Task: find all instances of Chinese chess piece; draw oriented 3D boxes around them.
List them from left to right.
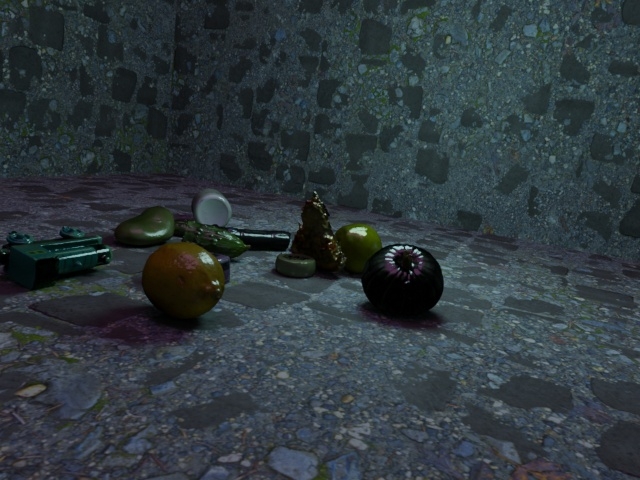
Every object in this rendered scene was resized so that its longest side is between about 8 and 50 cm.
[{"bbox_3d":[-0.087,0.084,1.839,0.144,0.058,0.144,6,12,-1],"label":"Chinese chess piece"}]

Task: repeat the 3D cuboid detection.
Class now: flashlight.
[{"bbox_3d":[-0.315,-0.010,2.068,0.424,0.103,0.103,3,13,-26],"label":"flashlight"}]

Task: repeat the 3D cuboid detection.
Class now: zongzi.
[{"bbox_3d":[-0.596,-0.038,2.133,0.154,0.062,0.130,-5,28,-26],"label":"zongzi"}]

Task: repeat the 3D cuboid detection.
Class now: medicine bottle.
[{"bbox_3d":[-0.509,-0.152,2.426,0.170,0.170,0.293,4,13,-17],"label":"medicine bottle"}]

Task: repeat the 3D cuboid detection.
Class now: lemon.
[{"bbox_3d":[-0.338,0.097,1.304,0.257,0.188,0.188,20,17,39],"label":"lemon"}]

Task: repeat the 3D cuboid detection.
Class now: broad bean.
[{"bbox_3d":[-0.655,-0.038,1.987,0.189,0.121,0.263,17,29,18],"label":"broad bean"}]

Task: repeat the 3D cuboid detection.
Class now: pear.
[{"bbox_3d":[0.137,0.028,1.947,0.198,0.198,0.198,7,12,-2],"label":"pear"}]

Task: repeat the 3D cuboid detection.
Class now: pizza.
[{"bbox_3d":[0.000,0.000,1.867,0.074,0.287,0.251,-25,51,-38],"label":"pizza"}]

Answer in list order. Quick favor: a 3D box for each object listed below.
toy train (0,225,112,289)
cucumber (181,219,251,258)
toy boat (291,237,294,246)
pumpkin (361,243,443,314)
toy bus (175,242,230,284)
[{"bbox_3d":[-0.743,0.046,1.491,0.194,0.119,0.298,21,16,24],"label":"toy train"},{"bbox_3d":[-0.371,0.011,1.873,0.245,0.134,0.134,10,12,-6],"label":"cucumber"},{"bbox_3d":[-0.040,0.020,2.137,0.134,0.078,0.208,-3,17,-30],"label":"toy boat"},{"bbox_3d":[0.246,0.111,1.574,0.250,0.216,0.249,0,45,0],"label":"pumpkin"},{"bbox_3d":[-0.372,0.079,1.562,0.199,0.108,0.096,12,12,19],"label":"toy bus"}]
